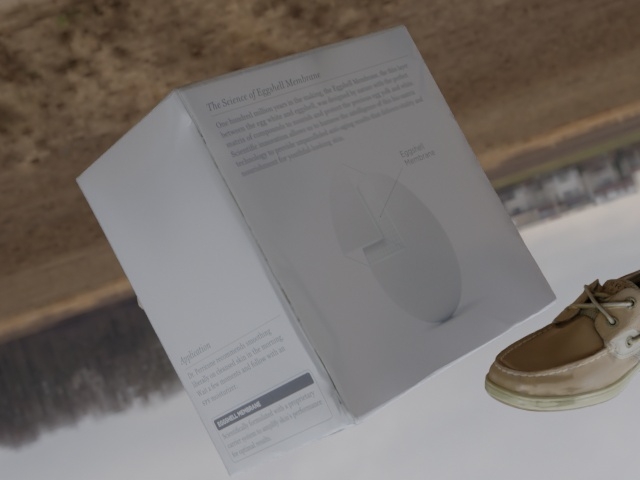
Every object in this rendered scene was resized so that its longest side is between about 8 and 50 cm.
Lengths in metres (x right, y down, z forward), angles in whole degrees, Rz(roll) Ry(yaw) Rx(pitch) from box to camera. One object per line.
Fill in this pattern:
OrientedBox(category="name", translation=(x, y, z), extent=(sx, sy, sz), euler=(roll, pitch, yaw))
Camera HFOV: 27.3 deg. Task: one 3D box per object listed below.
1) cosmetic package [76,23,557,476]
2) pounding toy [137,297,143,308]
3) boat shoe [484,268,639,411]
OrientedBox(category="cosmetic package", translation=(0.000, 0.000, 0.877), extent=(0.224, 0.224, 0.138), euler=(-23, 174, -45))
OrientedBox(category="pounding toy", translation=(-0.066, 0.015, 1.059), extent=(0.141, 0.130, 0.100), euler=(20, -134, 23))
OrientedBox(category="boat shoe", translation=(0.284, 0.081, 1.299), extent=(0.302, 0.098, 0.109), euler=(-17, -153, -29))
